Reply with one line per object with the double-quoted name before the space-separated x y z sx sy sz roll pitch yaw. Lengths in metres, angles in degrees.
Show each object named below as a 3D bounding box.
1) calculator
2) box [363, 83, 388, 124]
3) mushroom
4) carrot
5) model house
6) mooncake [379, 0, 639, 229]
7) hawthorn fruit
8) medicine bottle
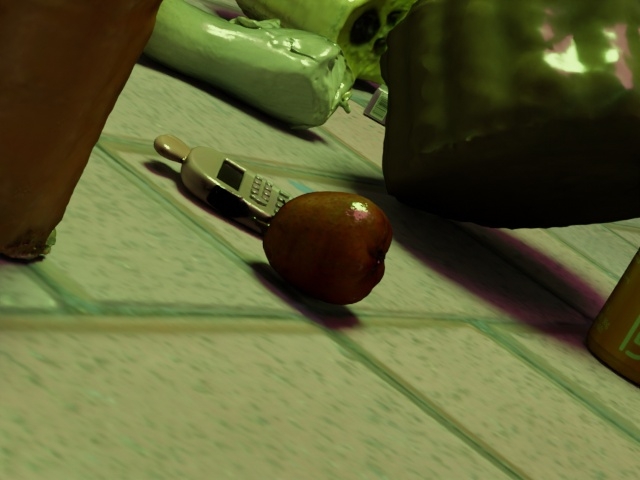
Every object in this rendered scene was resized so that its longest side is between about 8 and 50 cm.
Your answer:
"calculator" -0.056 -0.034 1.300 0.166 0.024 0.103 30 14 -5
"box" 0.110 -0.139 1.976 0.117 0.036 0.050 29 15 -1
"mushroom" -0.089 -0.182 1.637 0.278 0.099 0.096 19 3 -22
"carrot" -0.181 -0.138 0.944 0.196 0.254 0.196 26 19 -10
"model house" 0.008 -0.288 2.092 0.193 0.174 0.234 37 26 26
"mooncake" 0.211 -0.130 1.564 0.324 0.187 0.324 0 -16 0
"hawthorn fruit" 0.000 0.000 1.183 0.093 0.081 0.081 19 10 17
"medicine bottle" 0.316 0.031 1.457 0.096 0.192 0.096 27 15 -8
